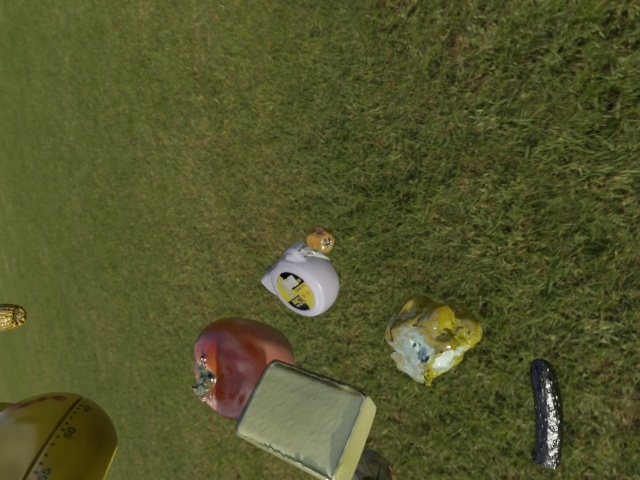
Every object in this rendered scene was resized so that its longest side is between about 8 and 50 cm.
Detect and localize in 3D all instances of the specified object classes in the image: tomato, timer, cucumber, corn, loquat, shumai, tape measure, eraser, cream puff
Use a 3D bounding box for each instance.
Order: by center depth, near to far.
[{"bbox_3d":[-0.021,0.244,0.560,0.172,0.117,0.058,6,145,35],"label":"eraser"},{"bbox_3d":[-0.788,0.188,0.953,0.207,0.068,0.068,-9,96,12],"label":"corn"},{"bbox_3d":[-0.039,0.099,1.007,0.178,0.105,0.196,51,136,-3],"label":"tape measure"},{"bbox_3d":[-0.731,0.546,1.011,0.386,0.376,0.376,24,130,-12],"label":"timer"},{"bbox_3d":[0.595,0.448,1.064,0.081,0.072,0.304,-4,103,12],"label":"cucumber"},{"bbox_3d":[0.117,0.674,1.103,0.201,0.201,0.120,51,166,24],"label":"shumai"},{"bbox_3d":[-0.233,0.384,1.265,0.321,0.321,0.322,15,111,43],"label":"tomato"},{"bbox_3d":[0.387,0.319,1.428,0.274,0.269,0.324,45,132,26],"label":"cream puff"},{"bbox_3d":[0.000,0.000,1.789,0.137,0.112,0.138,-15,68,44],"label":"loquat"}]
